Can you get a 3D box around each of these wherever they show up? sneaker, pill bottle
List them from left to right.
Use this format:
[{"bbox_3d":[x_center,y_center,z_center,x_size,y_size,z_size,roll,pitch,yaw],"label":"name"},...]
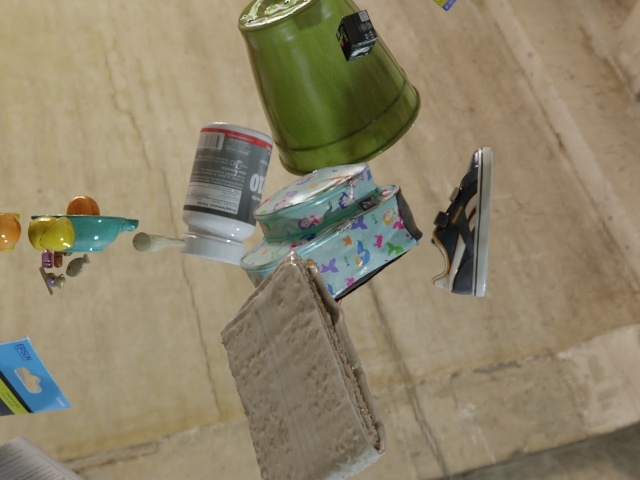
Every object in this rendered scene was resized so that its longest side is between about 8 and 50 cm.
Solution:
[{"bbox_3d":[-0.206,-0.097,1.677,0.161,0.161,0.284,180,-78,-68],"label":"pill bottle"},{"bbox_3d":[0.302,-0.045,1.674,0.126,0.127,0.321,31,65,-74],"label":"sneaker"}]

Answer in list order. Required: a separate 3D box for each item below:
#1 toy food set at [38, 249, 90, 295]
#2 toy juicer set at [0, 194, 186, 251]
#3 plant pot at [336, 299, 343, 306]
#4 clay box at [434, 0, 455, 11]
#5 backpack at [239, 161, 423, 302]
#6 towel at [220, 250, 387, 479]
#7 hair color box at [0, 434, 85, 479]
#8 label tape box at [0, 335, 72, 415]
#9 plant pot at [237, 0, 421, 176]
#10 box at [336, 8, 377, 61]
[{"bbox_3d":[-0.432,0.038,1.292,0.122,0.019,0.078,-40,-108,31],"label":"toy food set"},{"bbox_3d":[-0.360,-0.026,1.180,0.209,0.328,0.090,174,-83,-76],"label":"toy juicer set"},{"bbox_3d":[-0.041,0.142,1.768,0.191,0.174,0.191,18,90,-89],"label":"plant pot"},{"bbox_3d":[0.202,-0.561,1.490,0.127,0.222,0.053,-49,-176,33],"label":"clay box"},{"bbox_3d":[0.000,0.000,1.210,0.191,0.253,0.225,57,-21,-17],"label":"backpack"},{"bbox_3d":[-0.029,0.169,0.930,0.187,0.049,0.282,-48,-133,33],"label":"towel"},{"bbox_3d":[-0.467,0.509,1.363,0.374,0.185,0.114,27,-72,18],"label":"hair color box"},{"bbox_3d":[-0.641,0.214,1.382,0.249,0.347,0.115,85,-1,-52],"label":"label tape box"},{"bbox_3d":[-0.006,-0.392,1.757,0.353,0.366,0.366,59,-6,-35],"label":"plant pot"},{"bbox_3d":[0.068,-0.388,1.484,0.083,0.052,0.062,131,-62,-79],"label":"box"}]
